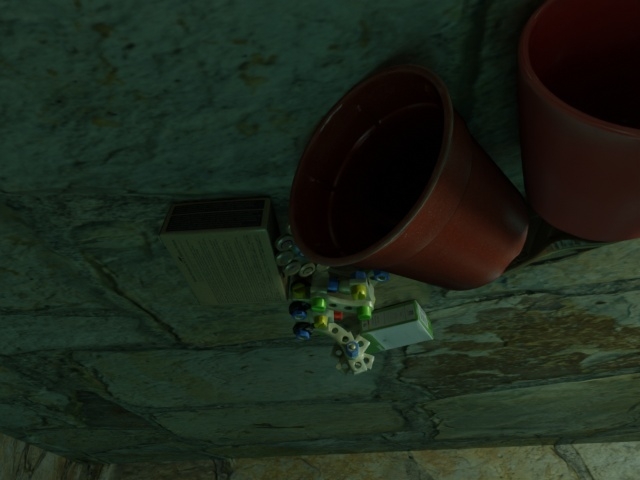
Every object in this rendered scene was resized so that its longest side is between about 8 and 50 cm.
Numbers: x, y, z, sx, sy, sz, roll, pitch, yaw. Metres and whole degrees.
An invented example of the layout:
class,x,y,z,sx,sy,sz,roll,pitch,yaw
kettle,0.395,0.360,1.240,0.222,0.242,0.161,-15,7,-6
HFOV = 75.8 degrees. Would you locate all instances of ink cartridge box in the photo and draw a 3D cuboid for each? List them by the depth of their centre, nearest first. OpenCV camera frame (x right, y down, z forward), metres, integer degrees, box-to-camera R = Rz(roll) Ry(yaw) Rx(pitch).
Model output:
class,x,y,z,sx,sy,sz,roll,pitch,yaw
ink cartridge box,-0.172,0.031,0.805,0.194,0.088,0.234,-2,140,5
ink cartridge box,0.167,0.227,1.051,0.210,0.062,0.109,-20,135,22

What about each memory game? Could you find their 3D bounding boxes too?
class,x,y,z,sx,sy,sz,roll,pitch,yaw
memory game,0.000,0.000,0.762,0.186,0.012,0.186,-20,139,-19

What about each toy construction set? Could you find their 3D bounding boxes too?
class,x,y,z,sx,sy,sz,roll,pitch,yaw
toy construction set,0.040,0.163,0.924,0.215,0.151,0.327,0,128,3

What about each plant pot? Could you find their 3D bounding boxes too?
class,x,y,z,sx,sy,sz,roll,pitch,yaw
plant pot,0.370,-0.140,0.495,0.275,0.274,0.243,-10,147,12
plant pot,0.142,-0.055,0.592,0.265,0.272,0.272,24,134,-36

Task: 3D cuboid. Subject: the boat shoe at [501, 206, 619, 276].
class,x,y,z,sx,sy,sz,roll,pitch,yaw
boat shoe,0.430,-0.019,0.747,0.342,0.123,0.123,-26,164,14
